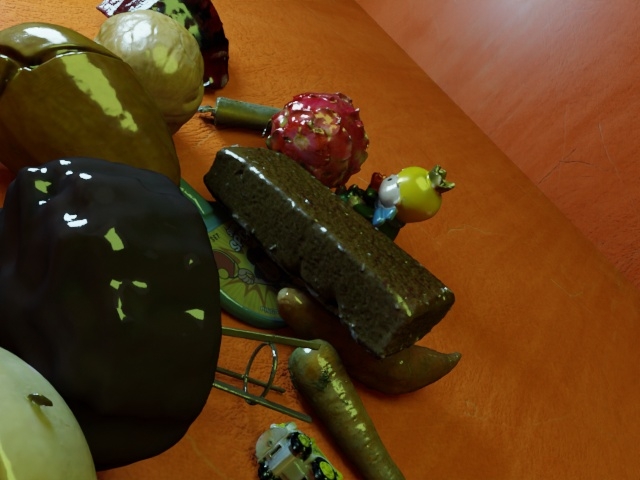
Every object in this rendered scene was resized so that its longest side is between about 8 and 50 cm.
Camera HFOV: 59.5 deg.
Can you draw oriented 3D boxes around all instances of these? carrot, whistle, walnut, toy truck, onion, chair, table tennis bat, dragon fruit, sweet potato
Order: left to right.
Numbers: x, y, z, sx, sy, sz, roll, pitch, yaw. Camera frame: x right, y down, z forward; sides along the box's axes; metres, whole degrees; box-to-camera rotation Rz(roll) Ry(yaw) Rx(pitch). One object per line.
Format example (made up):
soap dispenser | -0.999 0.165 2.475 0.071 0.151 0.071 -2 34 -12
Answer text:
walnut | -0.301 -0.140 0.744 0.336 0.209 0.209 43 30 -16
walnut | -0.283 -0.265 0.909 0.195 0.195 0.221 22 36 -30
onion | -0.284 -0.470 1.211 0.280 0.146 0.314 40 27 -12
table tennis bat | -0.146 0.005 0.888 0.329 0.044 0.215 46 33 2
chair | -0.108 0.147 0.687 0.222 0.095 0.104 19 -4 -26
whistle | -0.125 -0.266 1.219 0.068 0.057 0.327 8 9 38
toy truck | -0.025 0.268 0.678 0.111 0.076 0.077 49 15 15
dragon fruit | -0.002 -0.204 1.151 0.205 0.210 0.268 37 1 -1
carrot | 0.055 0.270 0.767 0.298 0.078 0.078 55 33 12
sweet potato | 0.075 0.175 0.877 0.355 0.095 0.106 24 80 -23

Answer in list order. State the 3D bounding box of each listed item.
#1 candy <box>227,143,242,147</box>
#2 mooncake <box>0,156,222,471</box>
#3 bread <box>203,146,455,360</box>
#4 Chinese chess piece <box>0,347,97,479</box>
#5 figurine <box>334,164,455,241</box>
candy | -0.060 -0.084 1.050 0.292 0.059 0.086 38 73 -2
mooncake | -0.217 0.066 0.508 0.141 0.283 0.283 4 48 -46
bread | 0.000 0.000 0.854 0.416 0.113 0.165 43 23 27
Chinese chess piece | -0.270 0.184 0.333 0.273 0.273 0.102 50 -7 11
figurine | 0.142 -0.093 1.137 0.128 0.234 0.185 4 48 -41
